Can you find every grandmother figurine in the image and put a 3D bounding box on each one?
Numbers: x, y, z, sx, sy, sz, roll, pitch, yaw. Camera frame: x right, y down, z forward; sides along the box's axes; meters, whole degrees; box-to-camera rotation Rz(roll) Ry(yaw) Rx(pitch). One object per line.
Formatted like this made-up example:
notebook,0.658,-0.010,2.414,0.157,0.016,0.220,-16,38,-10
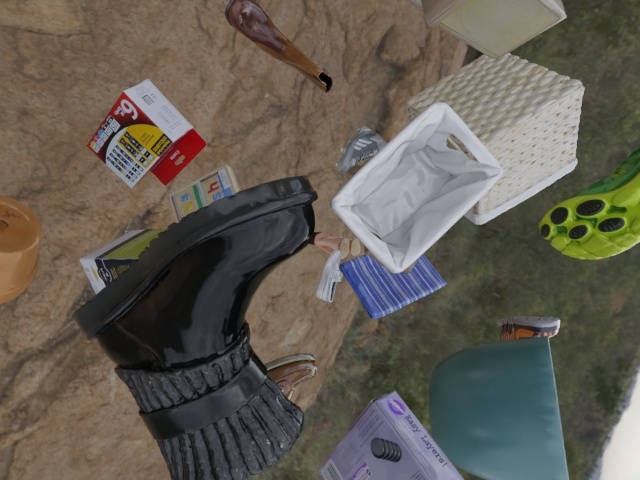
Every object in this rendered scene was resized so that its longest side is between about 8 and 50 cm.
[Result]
grandmother figurine,0.000,0.000,1.843,0.208,0.343,0.103,13,91,-43

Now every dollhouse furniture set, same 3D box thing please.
dollhouse furniture set,0.319,-0.618,0.863,0.257,0.362,0.393,0,75,-41

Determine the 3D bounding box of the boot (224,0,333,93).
boot,-0.107,-0.524,1.157,0.096,0.280,0.264,-47,167,7

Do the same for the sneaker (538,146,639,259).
sneaker,0.461,-0.068,0.608,0.124,0.109,0.295,-25,166,-39

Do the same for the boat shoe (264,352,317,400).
boat shoe,-0.110,0.288,0.771,0.307,0.104,0.111,0,144,-49

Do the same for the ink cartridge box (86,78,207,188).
ink cartridge box,-0.584,-0.325,1.421,0.272,0.310,0.130,46,39,-16

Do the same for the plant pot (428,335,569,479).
plant pot,0.359,0.349,0.865,0.293,0.235,0.292,29,56,-58

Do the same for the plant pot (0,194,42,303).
plant pot,-0.920,0.008,1.163,0.203,0.290,0.291,-38,152,28

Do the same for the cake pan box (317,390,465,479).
cake pan box,0.125,0.436,0.720,0.070,0.245,0.266,-6,133,-40

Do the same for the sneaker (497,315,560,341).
sneaker,0.580,0.303,1.165,0.321,0.125,0.179,48,41,-72

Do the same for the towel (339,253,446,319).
towel,0.261,0.124,1.530,0.336,0.243,0.040,-21,152,-22

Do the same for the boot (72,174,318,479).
boot,-0.088,0.114,0.452,0.348,0.260,0.131,-33,178,30

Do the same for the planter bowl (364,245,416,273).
planter bowl,0.167,-0.007,1.025,0.162,0.109,0.161,-171,-90,-86

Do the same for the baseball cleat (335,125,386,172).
baseball cleat,0.120,-0.244,1.148,0.072,0.110,0.205,109,7,-52

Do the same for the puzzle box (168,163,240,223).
puzzle box,-0.392,-0.048,1.556,0.272,0.408,0.052,-26,163,12

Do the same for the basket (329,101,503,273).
basket,0.102,-0.059,0.498,0.167,0.113,0.103,-43,-176,0

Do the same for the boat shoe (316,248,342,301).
boat shoe,0.041,0.120,1.400,0.066,0.063,0.184,-6,118,-68

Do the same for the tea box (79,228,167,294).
tea box,-0.518,0.151,1.348,0.220,0.324,0.328,-47,130,-53

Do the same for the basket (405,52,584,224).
basket,0.441,-0.281,1.125,0.331,0.328,0.266,-31,137,-4
